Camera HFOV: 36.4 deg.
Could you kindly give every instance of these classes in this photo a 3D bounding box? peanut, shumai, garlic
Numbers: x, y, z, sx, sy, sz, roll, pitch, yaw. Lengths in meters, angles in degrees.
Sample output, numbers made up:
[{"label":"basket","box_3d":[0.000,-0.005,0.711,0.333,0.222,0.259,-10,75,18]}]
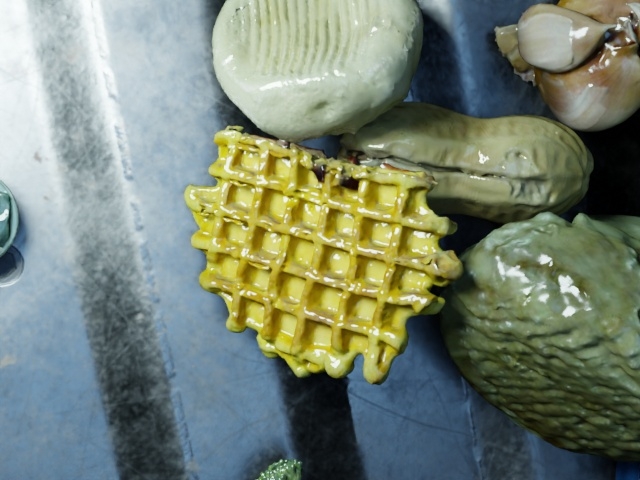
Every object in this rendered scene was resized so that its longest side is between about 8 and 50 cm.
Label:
[{"label":"peanut","box_3d":[0.160,-0.081,1.052,0.290,0.130,0.130,4,91,-10]},{"label":"shumai","box_3d":[0.306,0.051,1.034,0.330,0.292,0.288,35,62,-5]},{"label":"garlic","box_3d":[0.326,-0.222,1.068,0.214,0.191,0.160,-32,116,-18]}]

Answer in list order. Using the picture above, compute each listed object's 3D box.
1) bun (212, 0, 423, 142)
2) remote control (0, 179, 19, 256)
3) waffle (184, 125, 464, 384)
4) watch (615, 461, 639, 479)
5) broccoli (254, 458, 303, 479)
[{"label":"bun","box_3d":[0.001,-0.192,0.995,0.231,0.133,0.231,-6,59,11]},{"label":"remote control","box_3d":[-0.428,-0.027,0.970,0.247,0.052,0.104,4,92,-12]},{"label":"waffle","box_3d":[0.000,0.000,0.986,0.283,0.065,0.309,-35,80,25]},{"label":"watch","box_3d":[0.422,0.296,1.114,0.196,0.171,0.200,-2,78,-10]},{"label":"broccoli","box_3d":[0.012,0.299,1.058,0.204,0.118,0.122,4,60,-27]}]
